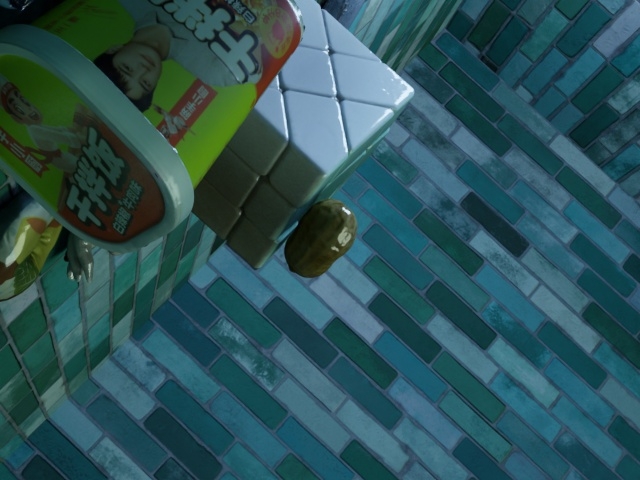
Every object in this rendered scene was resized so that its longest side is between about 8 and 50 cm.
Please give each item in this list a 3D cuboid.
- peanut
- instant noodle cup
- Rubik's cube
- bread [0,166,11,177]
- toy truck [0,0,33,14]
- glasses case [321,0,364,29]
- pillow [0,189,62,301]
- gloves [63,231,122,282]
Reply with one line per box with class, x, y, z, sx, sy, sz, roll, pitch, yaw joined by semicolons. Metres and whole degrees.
peanut;0.000;0.000;1.620;0.108;0.095;0.226;-41;174;-32
instant noodle cup;-0.191;-0.188;1.070;0.308;0.294;0.294;-53;-179;-33
Rubik's cube;-0.086;-0.205;1.687;0.322;0.319;0.316;-46;177;-39
bread;-0.359;-0.126;1.274;0.125;0.068;0.188;-47;176;-4
toy truck;-0.286;-0.249;0.904;0.073;0.056;0.090;-51;-170;-10
glasses case;0.037;-0.491;2.089;0.109;0.067;0.282;-42;176;-31
pillow;-0.461;-0.001;1.461;0.214;0.086;0.233;-58;180;-32
gloves;-0.411;-0.009;1.774;0.219;0.131;0.140;-12;-159;34
